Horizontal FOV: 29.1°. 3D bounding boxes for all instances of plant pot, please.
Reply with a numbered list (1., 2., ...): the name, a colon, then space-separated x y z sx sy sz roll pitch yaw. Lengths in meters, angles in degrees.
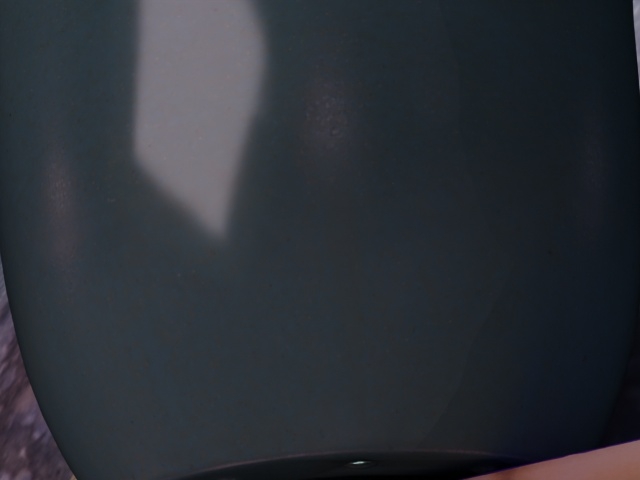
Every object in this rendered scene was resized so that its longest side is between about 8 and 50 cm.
1. plant pot: 0.000 0.000 0.519 0.293 0.293 0.235 -21 60 35

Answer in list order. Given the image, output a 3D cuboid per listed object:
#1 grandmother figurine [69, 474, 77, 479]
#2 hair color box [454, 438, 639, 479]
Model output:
1. grandmother figurine: -0.123 0.235 0.591 0.207 0.104 0.343 8 63 17
2. hair color box: 0.056 0.182 0.410 0.338 0.110 0.185 -20 53 30
